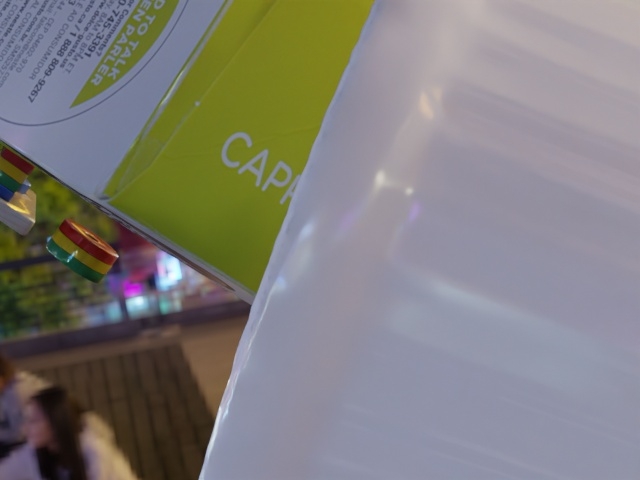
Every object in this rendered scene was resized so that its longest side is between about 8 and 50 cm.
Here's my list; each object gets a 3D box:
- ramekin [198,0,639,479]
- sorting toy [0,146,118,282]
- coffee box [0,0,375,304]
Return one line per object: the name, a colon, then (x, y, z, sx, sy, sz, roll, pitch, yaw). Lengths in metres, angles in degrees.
ramekin: (0.064, 0.029, 0.516, 0.135, 0.277, 0.277, 20, 7, 6)
sorting toy: (-0.256, -0.074, 1.051, 0.046, 0.274, 0.132, -54, 14, 2)
coffee box: (-0.013, -0.148, 0.815, 0.334, 0.338, 0.337, 31, -4, 41)
